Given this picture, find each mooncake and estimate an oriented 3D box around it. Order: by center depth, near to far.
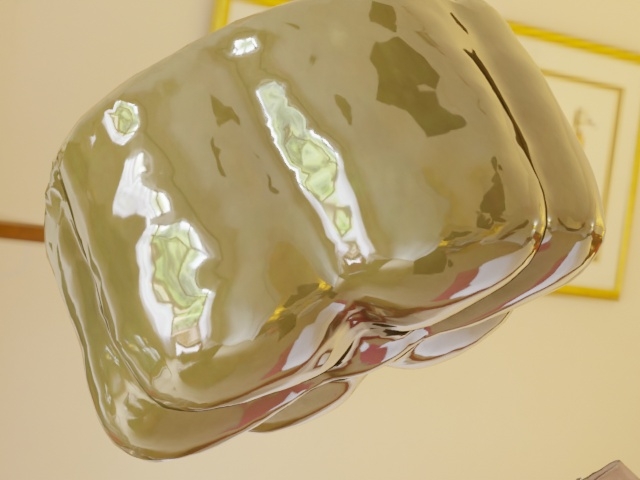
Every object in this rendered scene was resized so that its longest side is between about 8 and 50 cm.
[{"bbox_3d":[0.000,0.000,1.019,0.467,0.262,0.467,-23,-17,-8],"label":"mooncake"}]

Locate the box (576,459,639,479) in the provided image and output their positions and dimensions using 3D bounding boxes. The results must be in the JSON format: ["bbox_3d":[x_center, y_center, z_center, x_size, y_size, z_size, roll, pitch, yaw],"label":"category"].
[{"bbox_3d":[0.200,0.262,0.642,0.086,0.215,0.215,-31,51,-18],"label":"box"}]
